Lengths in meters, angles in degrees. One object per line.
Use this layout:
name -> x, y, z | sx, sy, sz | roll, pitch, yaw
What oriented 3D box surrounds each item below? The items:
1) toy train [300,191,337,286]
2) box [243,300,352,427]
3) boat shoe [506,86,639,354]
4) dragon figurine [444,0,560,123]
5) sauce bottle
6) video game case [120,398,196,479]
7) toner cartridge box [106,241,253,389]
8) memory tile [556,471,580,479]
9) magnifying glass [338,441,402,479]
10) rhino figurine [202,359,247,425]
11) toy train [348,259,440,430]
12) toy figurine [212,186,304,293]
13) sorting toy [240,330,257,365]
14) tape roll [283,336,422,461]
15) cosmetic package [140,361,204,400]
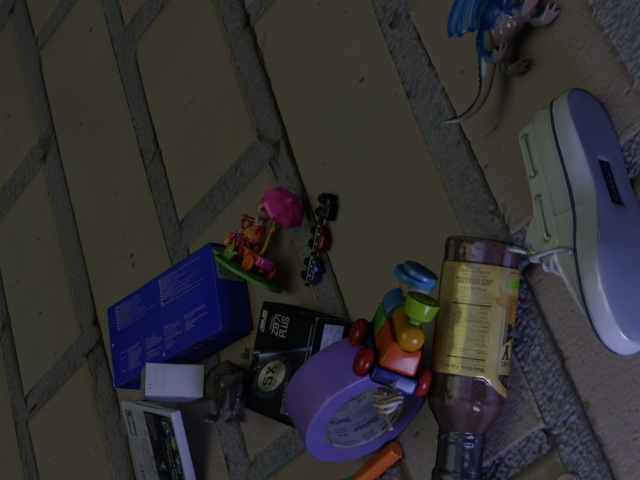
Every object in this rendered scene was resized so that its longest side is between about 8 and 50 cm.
toy train -> 0.000, 0.000, 2.043 | 0.036, 0.027, 0.158 | 15, 93, 39
box -> -0.038, 0.199, 2.005 | 0.147, 0.078, 0.180 | 13, 93, 51
boat shoe -> 0.313, -0.008, 1.591 | 0.156, 0.136, 0.367 | -34, 55, 40
dragon figurine -> 0.240, -0.307, 1.774 | 0.144, 0.085, 0.289 | 44, 115, 45
sauce bottle -> 0.204, 0.169, 1.704 | 0.111, 0.111, 0.344 | 5, 88, 50
video game case -> -0.287, 0.385, 2.251 | 0.173, 0.022, 0.190 | 3, 108, 50
toner cartridge box -> -0.264, 0.145, 2.285 | 0.348, 0.075, 0.165 | -30, 59, 42
memory tile -> 0.326, 0.379, 1.592 | 0.113, 0.012, 0.148 | -57, 44, 25
magnifying glass -> 0.042, 0.382, 1.900 | 0.231, 0.026, 0.092 | -47, 23, 28
rhino figurine -> -0.158, 0.251, 2.070 | 0.243, 0.073, 0.106 | 133, 143, -83
toy train -> 0.115, 0.132, 1.648 | 0.248, 0.105, 0.143 | -96, 28, -68
toy figurine -> -0.095, -0.018, 2.106 | 0.159, 0.130, 0.173 | -62, 33, 4
sorting toy -> -0.108, 0.186, 2.141 | 0.083, 0.012, 0.062 | 2, 89, 46
tape roll -> 0.048, 0.229, 1.812 | 0.189, 0.189, 0.080 | -56, 46, 26
cosmetic package -> -0.258, 0.248, 2.157 | 0.239, 0.099, 0.060 | 135, 135, -77
